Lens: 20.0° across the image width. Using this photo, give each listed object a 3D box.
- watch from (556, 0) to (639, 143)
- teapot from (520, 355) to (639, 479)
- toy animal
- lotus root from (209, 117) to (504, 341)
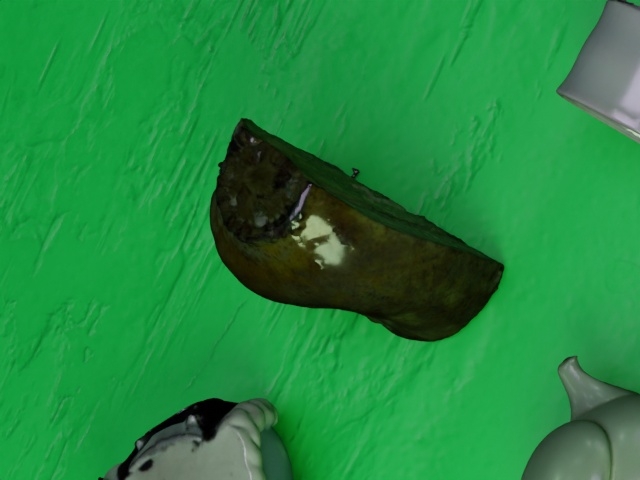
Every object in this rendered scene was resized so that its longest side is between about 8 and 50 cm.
[{"bbox_3d":[0.355,-0.130,1.674,0.210,0.248,0.217,-61,36,8],"label":"watch"},{"bbox_3d":[0.235,0.279,1.662,0.220,0.149,0.318,-111,43,-66],"label":"teapot"},{"bbox_3d":[-0.104,0.268,1.855,0.208,0.156,0.204,-29,71,29],"label":"toy animal"},{"bbox_3d":[0.003,0.004,1.779,0.267,0.260,0.149,31,97,28],"label":"lotus root"}]
